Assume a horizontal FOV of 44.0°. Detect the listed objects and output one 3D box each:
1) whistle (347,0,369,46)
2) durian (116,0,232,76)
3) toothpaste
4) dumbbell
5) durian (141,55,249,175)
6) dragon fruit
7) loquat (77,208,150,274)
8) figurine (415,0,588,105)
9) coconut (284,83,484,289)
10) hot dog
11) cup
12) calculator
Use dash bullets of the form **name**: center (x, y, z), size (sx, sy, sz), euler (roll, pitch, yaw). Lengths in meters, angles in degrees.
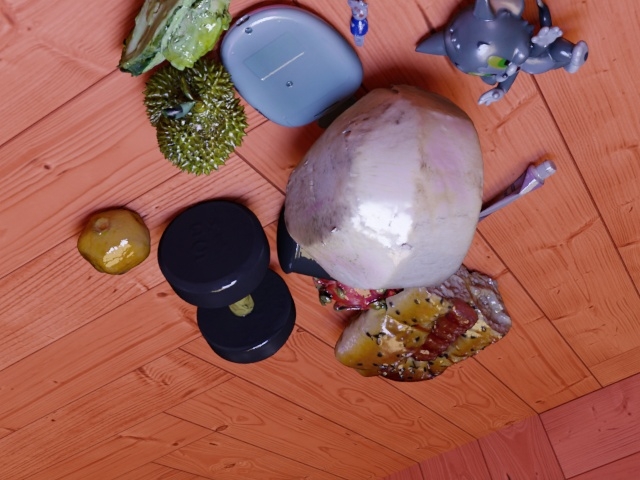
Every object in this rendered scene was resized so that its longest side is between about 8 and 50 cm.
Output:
- **whistle**: center (0.057, -0.329, 1.198), size (0.033, 0.029, 0.083), euler (18, 144, 16)
- **durian**: center (-0.179, -0.301, 1.038), size (0.106, 0.132, 0.375), euler (1, 156, -32)
- **toothpaste**: center (0.370, -0.080, 1.668), size (0.301, 0.048, 0.075), euler (-37, 169, 39)
- **dumbbell**: center (-0.174, 0.087, 1.544), size (0.203, 0.204, 0.322), euler (-17, 146, 1)
- **durian**: center (-0.184, -0.194, 1.178), size (0.146, 0.159, 0.198), euler (-18, 145, -21)
- **dragon fruit**: center (0.076, 0.082, 1.674), size (0.172, 0.167, 0.160), euler (-20, 143, 11)
- **loquat**: center (-0.370, 0.005, 1.439), size (0.137, 0.113, 0.137), euler (-34, 157, -17)
- **figurine**: center (0.313, -0.313, 1.233), size (0.265, 0.140, 0.193), euler (-15, 172, -24)
- **coconut**: center (0.126, -0.085, 1.311), size (0.352, 0.353, 0.353), euler (-11, 146, -7)
- **hot dog**: center (0.228, 0.221, 1.922), size (0.367, 0.196, 0.365), euler (21, 135, -39)
- **cup**: center (0.000, 0.000, 1.546), size (0.176, 0.169, 0.223), euler (1, 171, -17)
- **calculator**: center (-0.035, -0.260, 1.245), size (0.185, 0.041, 0.299), euler (-29, 145, 18)
